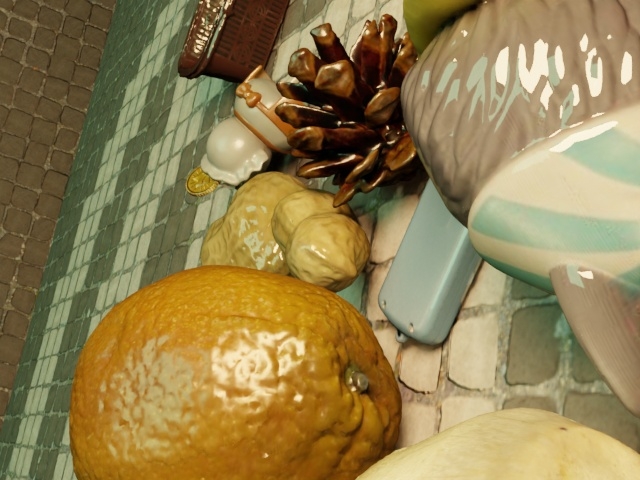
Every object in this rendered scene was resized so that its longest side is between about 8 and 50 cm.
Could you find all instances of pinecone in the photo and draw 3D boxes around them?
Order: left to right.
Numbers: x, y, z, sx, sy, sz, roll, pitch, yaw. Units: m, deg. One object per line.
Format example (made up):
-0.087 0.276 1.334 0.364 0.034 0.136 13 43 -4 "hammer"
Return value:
0.045 -0.156 0.985 0.201 0.202 0.229 71 162 -6 "pinecone"

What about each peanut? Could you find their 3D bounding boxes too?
-0.088 0.007 1.222 0.233 0.110 0.196 -52 41 33 "peanut"
0.000 0.000 1.015 0.263 0.117 0.101 -114 40 -71 "peanut"

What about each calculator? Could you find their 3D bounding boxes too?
0.125 0.015 0.901 0.210 0.039 0.121 -67 26 8 "calculator"

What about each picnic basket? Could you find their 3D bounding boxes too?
-0.156 -0.426 1.599 0.222 0.129 0.296 22 92 64 "picnic basket"

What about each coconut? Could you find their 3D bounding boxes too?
0.115 0.249 0.569 0.247 0.245 0.245 -47 36 40 "coconut"

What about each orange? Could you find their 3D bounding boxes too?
-0.090 0.180 0.888 0.357 0.322 0.322 -22 54 40 "orange"

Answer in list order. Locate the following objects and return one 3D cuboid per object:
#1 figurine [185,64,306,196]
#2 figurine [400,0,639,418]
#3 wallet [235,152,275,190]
-0.099 -0.170 1.273 0.271 0.143 0.143 -34 26 -11 "figurine"
0.263 -0.071 0.603 0.361 0.266 0.377 -24 82 23 "figurine"
-0.110 -0.142 1.433 0.153 0.039 0.118 -5 67 64 "wallet"
